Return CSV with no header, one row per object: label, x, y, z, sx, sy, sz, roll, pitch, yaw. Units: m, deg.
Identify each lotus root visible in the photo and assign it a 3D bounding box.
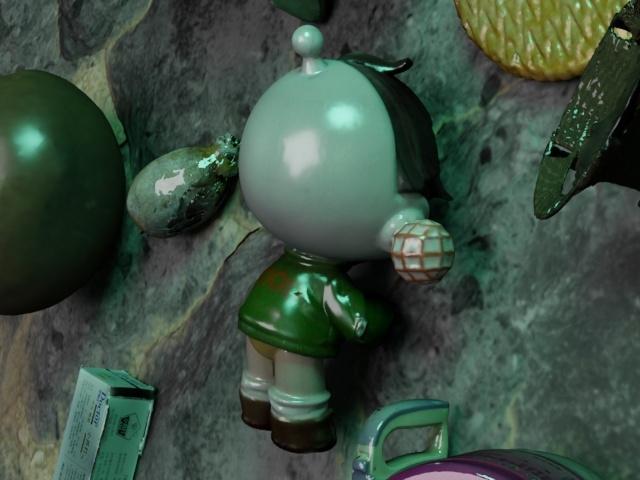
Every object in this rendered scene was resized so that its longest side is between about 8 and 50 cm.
lotus root,-0.151,-0.057,1.297,0.165,0.088,0.088,-32,58,28

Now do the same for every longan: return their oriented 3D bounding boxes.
longan,-0.360,-0.055,1.409,0.300,0.243,0.300,-47,25,31

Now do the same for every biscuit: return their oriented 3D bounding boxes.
biscuit,0.207,-0.253,0.971,0.254,0.035,0.254,-13,72,46

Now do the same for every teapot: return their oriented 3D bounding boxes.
teapot,0.071,0.214,0.952,0.111,0.108,0.149,42,112,43

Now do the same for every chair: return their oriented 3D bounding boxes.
chair,0.212,-0.084,0.794,0.149,0.213,0.174,38,108,40

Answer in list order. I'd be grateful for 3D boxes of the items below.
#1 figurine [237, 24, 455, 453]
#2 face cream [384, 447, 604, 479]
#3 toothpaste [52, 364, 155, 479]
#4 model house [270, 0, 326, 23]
figurine,0.000,0.000,1.050,0.281,0.167,0.370,26,109,53
face cream,0.120,0.230,0.795,0.175,0.195,0.175,-2,85,26
toothpaste,-0.270,0.305,1.347,0.089,0.071,0.313,17,94,51
model house,-0.016,-0.379,1.136,0.284,0.243,0.298,58,154,9
